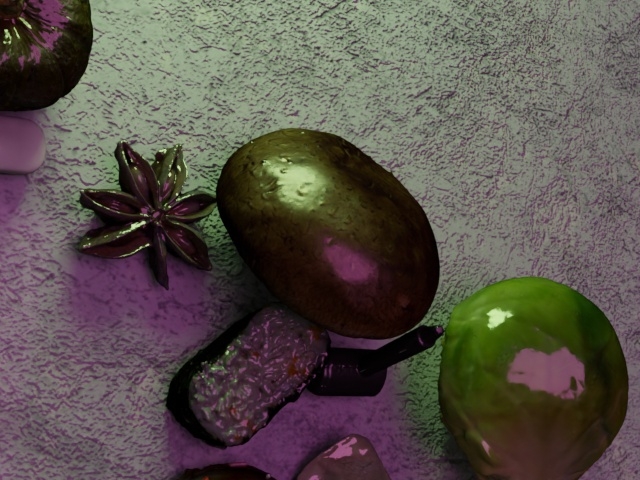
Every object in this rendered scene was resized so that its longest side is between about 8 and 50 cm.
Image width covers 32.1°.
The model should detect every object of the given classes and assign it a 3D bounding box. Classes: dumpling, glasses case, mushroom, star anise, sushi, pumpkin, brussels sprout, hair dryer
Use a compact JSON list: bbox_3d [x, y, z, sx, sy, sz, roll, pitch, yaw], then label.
[{"bbox_3d":[0.033,0.392,1.564,0.167,0.126,0.215,-8,100,-7],"label":"dumpling"},{"bbox_3d":[-0.438,-0.122,1.384,0.193,0.049,0.074,2,80,-32],"label":"glasses case"},{"bbox_3d":[0.012,-0.020,1.521,0.345,0.345,0.239,24,93,-27],"label":"mushroom"},{"bbox_3d":[-0.225,-0.045,1.494,0.212,0.073,0.196,26,71,-30],"label":"star anise"},{"bbox_3d":[-0.094,0.178,1.507,0.225,0.126,0.136,-42,104,-30],"label":"sushi"},{"bbox_3d":[-0.401,-0.281,1.355,0.260,0.189,0.260,6,78,-30],"label":"pumpkin"},{"bbox_3d":[0.309,0.221,1.692,0.344,0.268,0.344,-2,96,-16],"label":"brussels sprout"},{"bbox_3d":[0.081,0.163,1.549,0.114,0.248,0.070,6,68,-31],"label":"hair dryer"}]

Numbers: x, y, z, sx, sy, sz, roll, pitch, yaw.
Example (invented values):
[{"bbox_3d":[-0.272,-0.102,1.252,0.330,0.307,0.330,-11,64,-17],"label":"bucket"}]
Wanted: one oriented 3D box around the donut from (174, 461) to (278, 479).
[{"bbox_3d":[-0.117,0.421,1.452,0.270,0.103,0.269,5,79,-28],"label":"donut"}]
